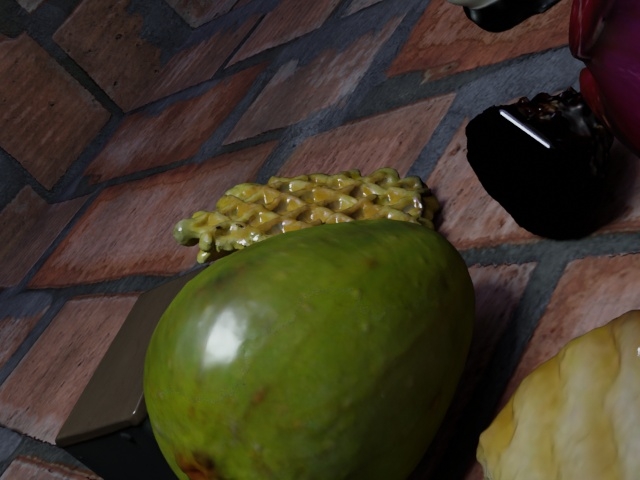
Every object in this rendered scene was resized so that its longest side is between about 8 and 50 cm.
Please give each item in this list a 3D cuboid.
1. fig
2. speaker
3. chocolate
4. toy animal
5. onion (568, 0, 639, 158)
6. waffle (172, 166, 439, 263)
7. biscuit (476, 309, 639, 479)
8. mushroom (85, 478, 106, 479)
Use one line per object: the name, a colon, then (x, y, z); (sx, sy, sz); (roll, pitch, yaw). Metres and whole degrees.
fig: (0.002, 0.102, 0.913); (0.326, 0.258, 0.258); (-41, 20, -25)
speaker: (-0.160, 0.168, 1.182); (0.192, 0.153, 0.231); (-23, 32, 43)
chocolate: (0.234, -0.098, 0.997); (0.133, 0.156, 0.156); (-40, 20, -19)
toy animal: (0.241, -0.381, 1.405); (0.166, 0.179, 0.138); (-41, 37, 27)
onion: (0.397, -0.197, 0.723); (0.420, 0.398, 0.398); (16, 52, 13)
waffle: (-0.007, -0.016, 1.186); (0.301, 0.058, 0.281); (5, 26, 24)
biscuit: (0.203, 0.153, 0.648); (0.213, 0.091, 0.274); (-53, 13, 16)
mushroom: (-0.163, 0.366, 0.848); (0.345, 0.259, 0.345); (-17, 62, 36)
